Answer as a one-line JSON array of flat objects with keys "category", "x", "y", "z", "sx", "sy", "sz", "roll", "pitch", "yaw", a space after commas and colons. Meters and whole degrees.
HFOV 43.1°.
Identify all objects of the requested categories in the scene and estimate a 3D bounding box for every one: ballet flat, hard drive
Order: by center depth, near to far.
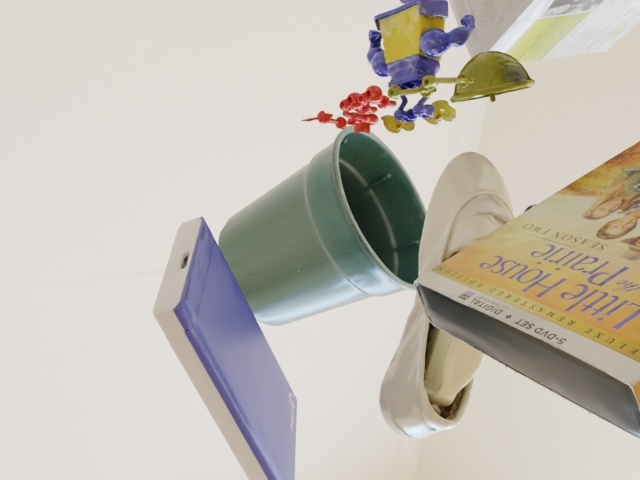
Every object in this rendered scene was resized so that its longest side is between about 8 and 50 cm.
[{"category": "hard drive", "x": -0.107, "y": 0.153, "z": 1.018, "sx": 0.040, "sy": 0.210, "sz": 0.318, "roll": -18, "pitch": -62, "yaw": 10}, {"category": "ballet flat", "x": 0.189, "y": 0.064, "z": 1.042, "sx": 0.139, "sy": 0.139, "sz": 0.400, "roll": 36, "pitch": -112, "yaw": -47}]

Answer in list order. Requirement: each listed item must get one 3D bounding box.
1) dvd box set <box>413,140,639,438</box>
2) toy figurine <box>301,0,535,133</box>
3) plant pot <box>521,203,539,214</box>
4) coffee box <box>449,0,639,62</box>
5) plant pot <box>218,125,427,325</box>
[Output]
[{"category": "dvd box set", "x": 0.337, "y": -0.006, "z": 0.758, "sx": 0.421, "sy": 0.308, "sz": 0.062, "roll": -30, "pitch": -68, "yaw": -15}, {"category": "toy figurine", "x": 0.135, "y": -0.297, "z": 1.212, "sx": 0.191, "sy": 0.363, "sz": 0.217, "roll": 2, "pitch": -94, "yaw": -34}, {"category": "plant pot", "x": 0.429, "y": 0.026, "z": 1.293, "sx": 0.231, "sy": 0.215, "sz": 0.215, "roll": 19, "pitch": -86, "yaw": -4}, {"category": "coffee box", "x": 0.449, "y": -0.568, "z": 1.522, "sx": 0.335, "sy": 0.338, "sz": 0.337, "roll": -11, "pitch": -106, "yaw": -20}, {"category": "plant pot", "x": 0.000, "y": 0.000, "z": 1.608, "sx": 0.341, "sy": 0.334, "sz": 0.341, "roll": 40, "pitch": -144, "yaw": -37}]
